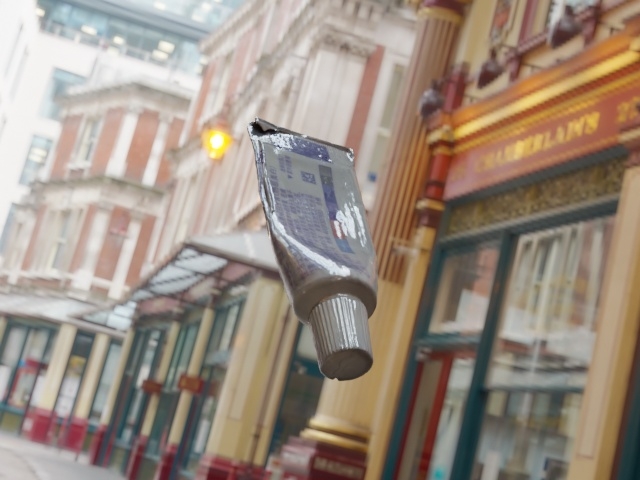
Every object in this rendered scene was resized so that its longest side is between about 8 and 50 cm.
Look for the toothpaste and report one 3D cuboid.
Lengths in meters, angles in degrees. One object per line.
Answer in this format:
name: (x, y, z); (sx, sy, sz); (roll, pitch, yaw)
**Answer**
toothpaste: (-0.001, -0.001, 0.948); (0.068, 0.282, 0.099); (-30, -48, 17)
